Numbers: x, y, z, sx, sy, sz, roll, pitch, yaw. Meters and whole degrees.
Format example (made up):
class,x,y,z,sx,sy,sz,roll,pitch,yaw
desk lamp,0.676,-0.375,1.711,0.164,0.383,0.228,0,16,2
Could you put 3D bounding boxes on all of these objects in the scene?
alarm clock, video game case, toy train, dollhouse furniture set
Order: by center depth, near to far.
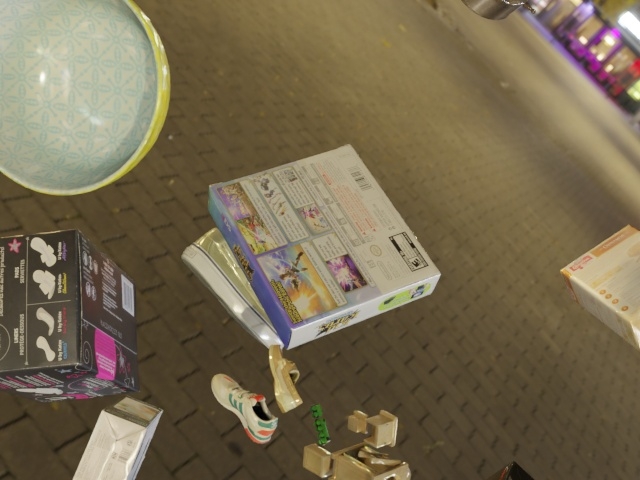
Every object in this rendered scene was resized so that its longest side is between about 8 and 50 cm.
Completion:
class,x,y,z,sx,sy,sz,roll,pitch,yaw
video game case,0.000,0.000,1.262,0.244,0.061,0.270,-18,58,-24
alarm clock,0.240,-0.397,1.273,0.192,0.064,0.129,-3,74,-28
dollhouse furniture set,0.071,0.364,1.586,0.101,0.161,0.181,-6,17,-43
toy train,0.000,0.372,1.750,0.023,0.017,0.083,-7,70,-29

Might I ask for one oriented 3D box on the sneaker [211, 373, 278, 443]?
class,x,y,z,sx,sy,sz,roll,pitch,yaw
sneaker,-0.136,0.297,1.611,0.161,0.075,0.057,47,39,20

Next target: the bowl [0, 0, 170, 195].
class,x,y,z,sx,sy,sz,roll,pitch,yaw
bowl,-0.321,-0.210,1.185,0.289,0.289,0.156,47,15,4

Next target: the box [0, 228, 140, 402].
class,x,y,z,sx,sy,sz,roll,pitch,yaw
box,-0.324,0.100,1.059,0.247,0.142,0.164,79,4,-73

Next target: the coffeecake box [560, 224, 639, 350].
class,x,y,z,sx,sy,sz,roll,pitch,yaw
coffeecake box,0.493,0.070,1.356,0.068,0.142,0.185,60,-4,-31

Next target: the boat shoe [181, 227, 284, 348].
class,x,y,z,sx,sy,sz,roll,pitch,yaw
boat shoe,-0.151,0.104,1.721,0.302,0.094,0.109,53,-14,-30

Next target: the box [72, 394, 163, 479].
class,x,y,z,sx,sy,sz,roll,pitch,yaw
box,-0.382,0.397,1.638,0.087,0.169,0.290,22,-5,-2

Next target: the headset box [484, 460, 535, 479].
class,x,y,z,sx,sy,sz,roll,pitch,yaw
headset box,0.318,0.623,1.802,0.110,0.293,0.218,43,38,3

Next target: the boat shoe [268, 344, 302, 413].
class,x,y,z,sx,sy,sz,roll,pitch,yaw
boat shoe,-0.058,0.231,1.471,0.050,0.045,0.135,69,5,-48
